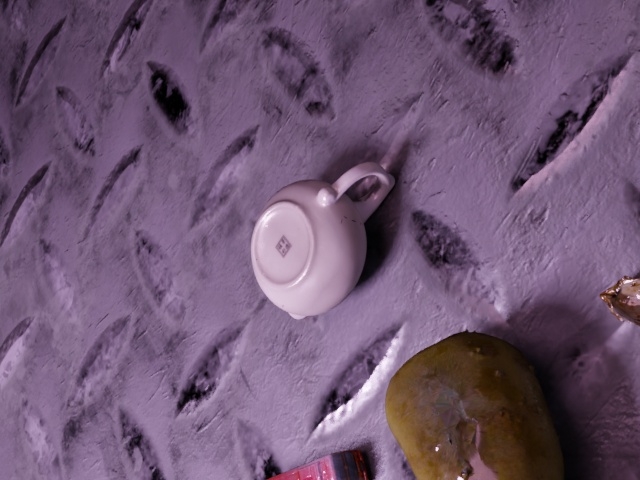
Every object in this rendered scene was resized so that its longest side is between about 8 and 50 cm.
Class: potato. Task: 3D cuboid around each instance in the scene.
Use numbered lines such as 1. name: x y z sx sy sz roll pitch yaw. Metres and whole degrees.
1. potato: 0.204 0.255 1.286 0.210 0.173 0.307 -33 54 18

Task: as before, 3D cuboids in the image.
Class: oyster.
1. oyster: 0.406 0.073 1.235 0.132 0.029 0.086 43 105 44

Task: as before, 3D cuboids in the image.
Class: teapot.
1. teapot: 0.000 0.000 1.573 0.299 0.166 0.208 -47 45 18

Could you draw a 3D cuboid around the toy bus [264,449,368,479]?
1. toy bus: -0.017 0.374 1.548 0.192 0.077 0.065 -31 64 37
